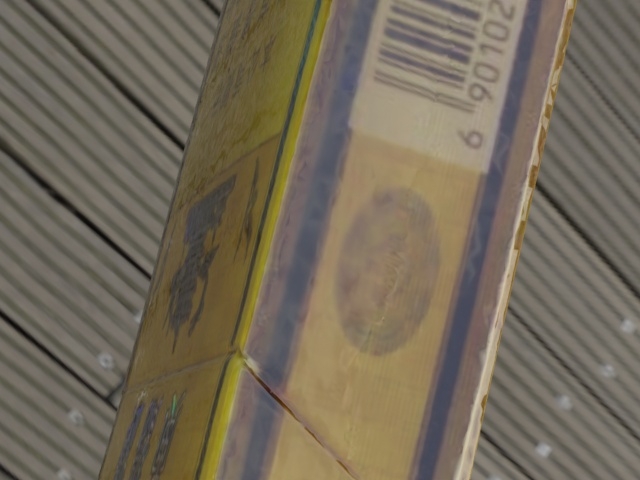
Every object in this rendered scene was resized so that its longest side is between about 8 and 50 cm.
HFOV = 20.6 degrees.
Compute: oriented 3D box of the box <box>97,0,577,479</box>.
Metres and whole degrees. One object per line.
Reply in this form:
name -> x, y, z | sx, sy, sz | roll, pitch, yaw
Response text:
box -> 0.000, 0.000, 0.605 | 0.084, 0.193, 0.301 | 17, 77, -13
